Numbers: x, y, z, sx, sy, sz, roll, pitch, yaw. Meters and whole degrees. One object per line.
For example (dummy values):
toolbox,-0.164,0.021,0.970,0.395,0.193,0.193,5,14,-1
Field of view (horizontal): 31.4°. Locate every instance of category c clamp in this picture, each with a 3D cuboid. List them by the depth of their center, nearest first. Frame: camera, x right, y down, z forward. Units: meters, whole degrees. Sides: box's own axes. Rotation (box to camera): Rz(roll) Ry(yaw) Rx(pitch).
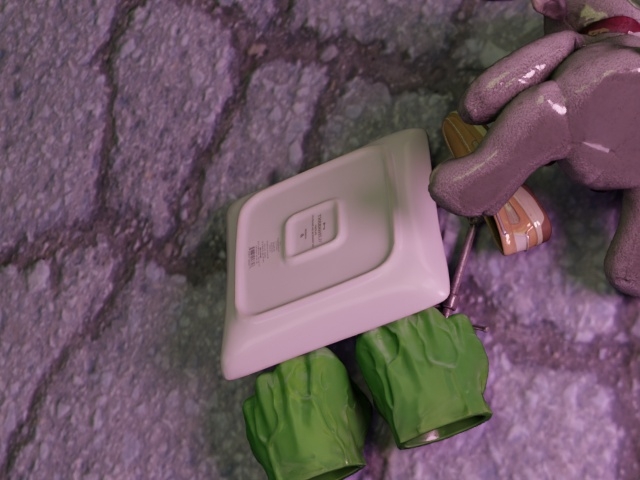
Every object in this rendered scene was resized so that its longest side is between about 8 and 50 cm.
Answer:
c clamp,0.143,0.020,1.272,0.137,0.022,0.161,4,74,35

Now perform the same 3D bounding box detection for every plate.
plate,0.000,0.000,1.287,0.278,0.045,0.277,-22,43,19

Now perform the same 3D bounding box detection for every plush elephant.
plush elephant,0.276,-0.159,1.152,0.272,0.255,0.330,18,118,-6

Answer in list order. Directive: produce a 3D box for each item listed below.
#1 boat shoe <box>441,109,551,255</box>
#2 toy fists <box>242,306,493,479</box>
boat shoe,0.174,-0.065,1.246,0.072,0.068,0.190,-25,58,-9
toy fists,0.048,0.166,1.221,0.279,0.096,0.142,-25,68,16
